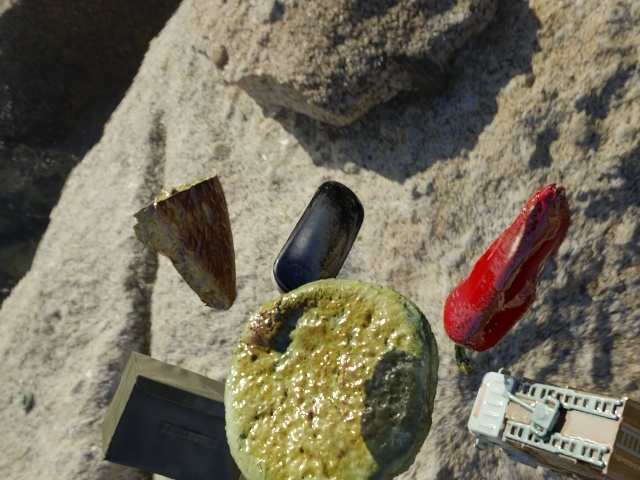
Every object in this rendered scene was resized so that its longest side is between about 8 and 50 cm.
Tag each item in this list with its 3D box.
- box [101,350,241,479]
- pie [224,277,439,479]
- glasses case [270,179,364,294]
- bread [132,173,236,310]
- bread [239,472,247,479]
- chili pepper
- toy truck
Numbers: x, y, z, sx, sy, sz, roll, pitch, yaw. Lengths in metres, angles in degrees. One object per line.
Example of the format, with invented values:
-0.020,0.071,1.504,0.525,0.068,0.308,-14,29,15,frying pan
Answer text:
-0.238,0.312,1.213,0.231,0.155,0.149,23,89,-20,box
0.010,0.171,0.820,0.276,0.078,0.277,-9,63,19,pie
0.000,0.000,1.401,0.122,0.075,0.314,37,48,-11,glasses case
-0.131,-0.020,0.739,0.054,0.154,0.136,-11,45,22,bread
-0.065,0.480,1.382,0.315,0.054,0.316,11,121,19,bread
0.258,0.064,1.017,0.110,0.388,0.110,11,45,-12,chili pepper
0.351,0.274,1.031,0.162,0.305,0.136,29,75,-25,toy truck
